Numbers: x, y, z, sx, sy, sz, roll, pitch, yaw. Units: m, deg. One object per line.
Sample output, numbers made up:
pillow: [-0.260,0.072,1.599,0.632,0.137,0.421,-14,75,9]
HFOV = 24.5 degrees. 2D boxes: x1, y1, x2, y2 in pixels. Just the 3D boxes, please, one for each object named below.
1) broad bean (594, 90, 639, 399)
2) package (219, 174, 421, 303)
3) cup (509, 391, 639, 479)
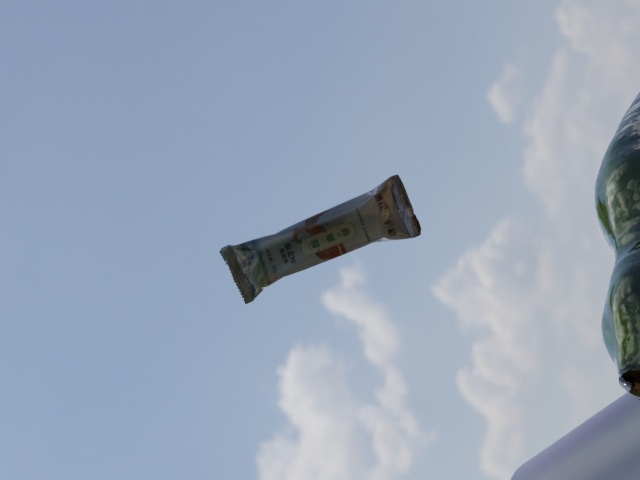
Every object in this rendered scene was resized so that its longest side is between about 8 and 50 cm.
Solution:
broad bean: [0.171,-0.030,0.637,0.318,0.098,0.056,-49,-20,-49]
package: [0.000,0.000,0.827,0.015,0.110,0.037,-20,-92,-87]
cup: [0.326,0.173,1.005,0.371,0.253,0.253,-42,2,26]
